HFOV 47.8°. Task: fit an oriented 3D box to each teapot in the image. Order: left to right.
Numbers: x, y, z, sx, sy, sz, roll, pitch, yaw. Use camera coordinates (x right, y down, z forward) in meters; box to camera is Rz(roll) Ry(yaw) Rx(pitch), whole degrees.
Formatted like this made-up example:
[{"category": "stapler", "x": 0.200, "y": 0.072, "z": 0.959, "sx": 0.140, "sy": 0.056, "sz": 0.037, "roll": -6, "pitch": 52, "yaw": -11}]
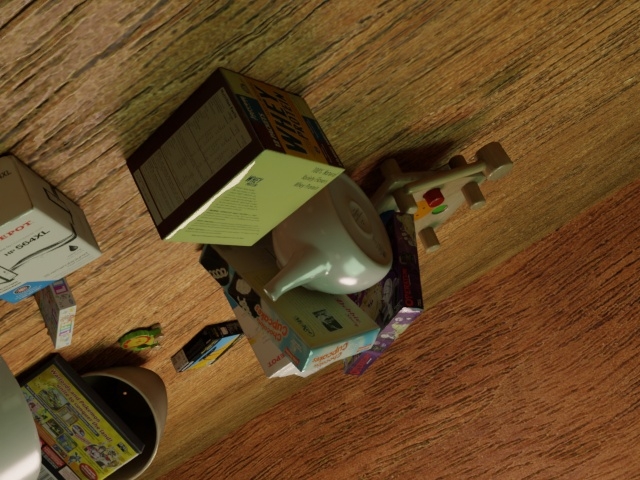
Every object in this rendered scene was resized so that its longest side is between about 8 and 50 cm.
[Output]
[{"category": "teapot", "x": 0.000, "y": 0.000, "z": 1.328, "sx": 0.187, "sy": 0.252, "sz": 0.256, "roll": -31, "pitch": 147, "yaw": 23}]

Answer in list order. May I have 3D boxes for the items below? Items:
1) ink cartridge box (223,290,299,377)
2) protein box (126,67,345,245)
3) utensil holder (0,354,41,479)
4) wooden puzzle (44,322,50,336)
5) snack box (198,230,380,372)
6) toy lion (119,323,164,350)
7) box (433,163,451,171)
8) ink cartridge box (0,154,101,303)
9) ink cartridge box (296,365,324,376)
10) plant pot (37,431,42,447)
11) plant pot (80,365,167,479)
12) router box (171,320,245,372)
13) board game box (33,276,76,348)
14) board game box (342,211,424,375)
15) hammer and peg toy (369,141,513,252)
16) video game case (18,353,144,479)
[{"category": "ink cartridge box", "x": -0.071, "y": 0.172, "z": 1.659, "sx": 0.171, "sy": 0.233, "sz": 0.168, "roll": -36, "pitch": 161, "yaw": 20}, {"category": "protein box", "x": -0.116, "y": -0.105, "z": 1.011, "sx": 0.201, "sy": 0.136, "sz": 0.200, "roll": -38, "pitch": 160, "yaw": 25}, {"category": "utensil holder", "x": -0.622, "y": 0.298, "z": 0.944, "sx": 0.385, "sy": 0.327, "sz": 0.327, "roll": -30, "pitch": 168, "yaw": -46}, {"category": "wooden puzzle", "x": -0.473, "y": 0.152, "z": 1.295, "sx": 0.006, "sy": 0.049, "sz": 0.083, "roll": -4, "pitch": 149, "yaw": -49}, {"category": "snack box", "x": -0.061, "y": 0.101, "z": 1.353, "sx": 0.187, "sy": 0.322, "sz": 0.060, "roll": -10, "pitch": 132, "yaw": -45}, {"category": "toy lion", "x": -0.406, "y": 0.225, "z": 1.630, "sx": 0.096, "sy": 0.034, "sz": 0.100, "roll": -12, "pitch": 157, "yaw": -25}, {"category": "box", "x": 0.275, "y": -0.131, "z": 1.708, "sx": 0.081, "sy": 0.028, "sz": 0.136, "roll": -27, "pitch": 164, "yaw": -5}, {"category": "ink cartridge box", "x": -0.398, "y": -0.007, "z": 0.929, "sx": 0.148, "sy": 0.086, "sz": 0.203, "roll": -29, "pitch": 163, "yaw": -2}, {"category": "ink cartridge box", "x": 0.020, "y": 0.202, "z": 1.910, "sx": 0.289, "sy": 0.211, "sz": 0.121, "roll": -31, "pitch": 162, "yaw": 2}, {"category": "plant pot", "x": -0.641, "y": 0.337, "z": 1.326, "sx": 0.201, "sy": 0.180, "sz": 0.201, "roll": -26, "pitch": 161, "yaw": -9}, {"category": "plant pot", "x": -0.464, "y": 0.396, "z": 1.700, "sx": 0.256, "sy": 0.256, "sz": 0.274, "roll": -32, "pitch": -177, "yaw": 7}, {"category": "router box", "x": -0.292, "y": 0.279, "z": 1.911, "sx": 0.133, "sy": 0.046, "sz": 0.179, "roll": -6, "pitch": 151, "yaw": -51}, {"category": "board game box", "x": -0.419, "y": 0.094, "z": 1.138, "sx": 0.026, "sy": 0.103, "sz": 0.154, "roll": -18, "pitch": 158, "yaw": -31}, {"category": "board game box", "x": 0.113, "y": 0.118, "z": 1.470, "sx": 0.056, "sy": 0.208, "sz": 0.347, "roll": 11, "pitch": 147, "yaw": -13}, {"category": "hammer and peg toy", "x": 0.211, "y": -0.098, "z": 1.505, "sx": 0.266, "sy": 0.127, "sz": 0.361, "roll": -7, "pitch": 153, "yaw": -30}, {"category": "video game case", "x": -0.556, "y": 0.410, "z": 1.526, "sx": 0.248, "sy": 0.275, "sz": 0.035, "roll": -36, "pitch": -167, "yaw": 10}]
